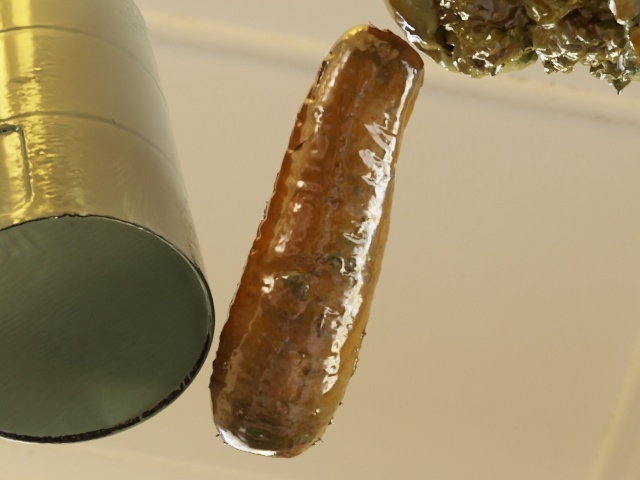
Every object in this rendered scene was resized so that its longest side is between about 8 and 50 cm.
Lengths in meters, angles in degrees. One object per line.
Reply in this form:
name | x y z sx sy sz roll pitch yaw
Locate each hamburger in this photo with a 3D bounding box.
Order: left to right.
hamburger | 0.098 -0.134 0.654 0.131 0.159 0.185 -9 -48 30

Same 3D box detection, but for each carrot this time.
carrot | 0.000 0.000 0.625 0.060 0.060 0.186 17 -89 -7

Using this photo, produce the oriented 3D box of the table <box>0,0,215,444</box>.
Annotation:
table | -0.125 -0.028 0.697 0.126 0.220 0.126 -8 -51 -10
